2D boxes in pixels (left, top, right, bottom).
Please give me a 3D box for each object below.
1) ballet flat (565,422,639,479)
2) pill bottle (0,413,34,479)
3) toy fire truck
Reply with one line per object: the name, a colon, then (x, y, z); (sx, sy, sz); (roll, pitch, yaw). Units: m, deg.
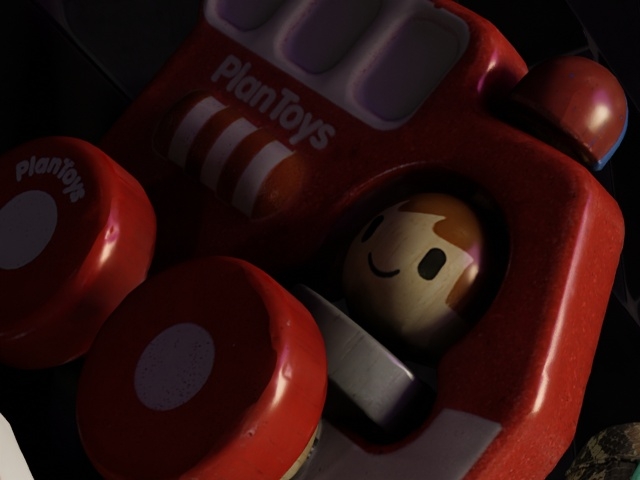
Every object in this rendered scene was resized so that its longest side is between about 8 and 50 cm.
ballet flat: (0.184, 0.325, 1.095); (0.182, 0.164, 0.483); (-47, 140, -40)
pill bottle: (-0.222, 0.066, 0.427); (0.318, 0.176, 0.176); (33, 43, -54)
toy fire truck: (0.000, 0.000, 0.801); (0.302, 0.254, 0.169); (34, -4, 43)
